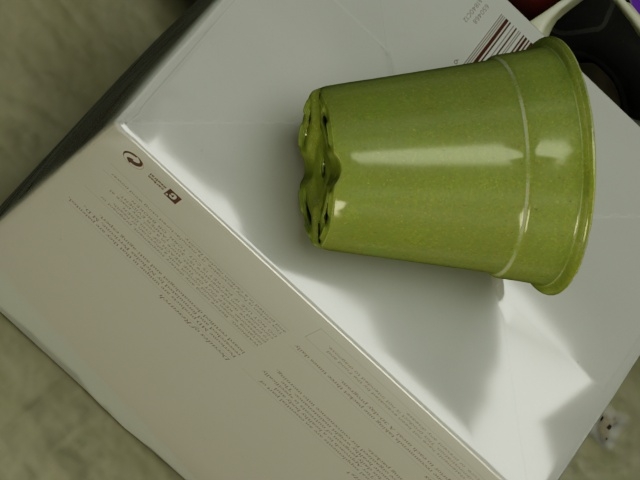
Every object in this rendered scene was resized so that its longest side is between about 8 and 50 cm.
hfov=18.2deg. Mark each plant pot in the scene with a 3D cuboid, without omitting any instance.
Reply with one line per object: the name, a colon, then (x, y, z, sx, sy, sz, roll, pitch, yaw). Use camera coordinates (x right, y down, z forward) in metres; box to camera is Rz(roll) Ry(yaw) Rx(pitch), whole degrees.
plant pot: (0.036, -0.023, 0.632, 0.079, 0.083, 0.083, -2, 77, -13)

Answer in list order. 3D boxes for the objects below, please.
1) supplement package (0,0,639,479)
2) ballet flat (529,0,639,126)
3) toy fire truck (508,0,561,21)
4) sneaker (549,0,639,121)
supplement package: (0.000, 0.000, 0.762, 0.194, 0.203, 0.149, 44, 63, -10)
ballet flat: (0.074, -0.082, 0.843, 0.280, 0.095, 0.096, 35, 99, 8)
toy fire truck: (0.115, -0.243, 0.918, 0.302, 0.169, 0.254, -33, 110, -27)
sneaker: (0.192, -0.002, 0.905, 0.146, 0.102, 0.293, -28, 90, 6)
